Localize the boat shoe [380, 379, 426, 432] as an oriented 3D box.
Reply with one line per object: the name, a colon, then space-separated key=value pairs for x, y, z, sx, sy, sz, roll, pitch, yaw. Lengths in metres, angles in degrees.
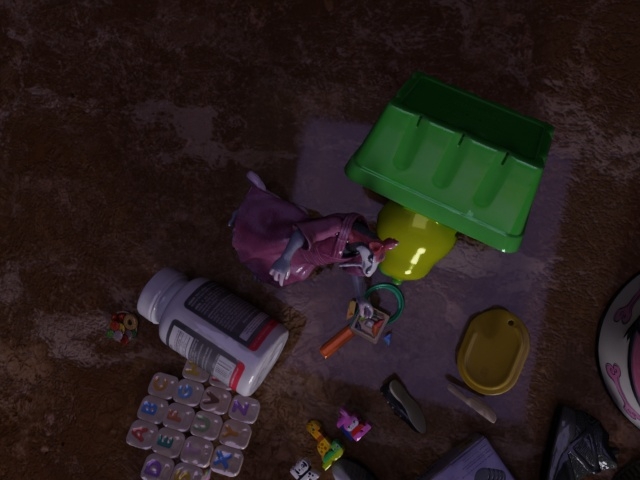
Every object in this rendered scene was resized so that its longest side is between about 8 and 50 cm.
boat shoe: x=0.184 y=0.370 z=1.051 sx=0.042 sy=0.049 sz=0.133 roll=-38 pitch=89 yaw=37

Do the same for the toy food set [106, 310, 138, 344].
toy food set: x=-0.501 y=0.220 z=1.204 sx=0.083 sy=0.020 sz=0.083 roll=13 pitch=92 yaw=11

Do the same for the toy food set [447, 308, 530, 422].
toy food set: x=0.364 y=0.253 z=1.008 sx=0.128 sy=0.071 sz=0.218 roll=24 pitch=93 yaw=35

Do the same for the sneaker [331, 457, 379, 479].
sneaker: x=0.103 y=0.621 z=1.034 sx=0.129 sy=0.111 sz=0.297 roll=-34 pitch=82 yaw=14

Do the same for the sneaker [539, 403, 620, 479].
sneaker: x=0.519 y=0.461 z=0.957 sx=0.130 sy=0.087 sz=0.228 roll=16 pitch=87 yaw=18

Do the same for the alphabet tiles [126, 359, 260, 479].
alphabet tiles: x=-0.292 y=0.416 z=1.092 sx=0.278 sy=0.021 sz=0.284 roll=13 pitch=64 yaw=12

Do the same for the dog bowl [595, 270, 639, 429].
dog bowl: x=0.757 y=0.226 z=0.879 sx=0.408 sy=0.150 sz=0.408 roll=0 pitch=90 yaw=12

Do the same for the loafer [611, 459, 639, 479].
loafer: x=0.616 y=0.558 z=0.933 sx=0.092 sy=0.102 sz=0.268 roll=27 pitch=94 yaw=2

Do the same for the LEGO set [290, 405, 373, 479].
LEGO set: x=0.014 y=0.439 z=1.066 sx=0.093 sy=0.087 sz=0.227 roll=44 pitch=104 yaw=12

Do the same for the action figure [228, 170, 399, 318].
action figure: x=0.000 y=0.000 z=0.996 sx=0.370 sy=0.248 sz=0.276 roll=-5 pitch=62 yaw=35

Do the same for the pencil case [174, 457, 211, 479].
pencil case: x=-0.330 y=0.638 z=1.113 sx=0.124 sy=0.124 sz=0.284 roll=11 pitch=92 yaw=12

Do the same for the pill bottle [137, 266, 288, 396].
pill bottle: x=-0.246 y=0.192 z=1.072 sx=0.318 sy=0.176 sz=0.176 roll=30 pitch=95 yaw=10

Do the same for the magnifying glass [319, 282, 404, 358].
magnifying glass: x=0.092 y=0.186 z=1.082 sx=0.231 sy=0.026 sz=0.092 roll=-41 pitch=82 yaw=7

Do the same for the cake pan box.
cake pan box: x=0.300 y=0.578 z=0.973 sx=0.267 sy=0.070 sz=0.246 roll=-35 pitch=81 yaw=-10

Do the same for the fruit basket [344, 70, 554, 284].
fruit basket: x=0.237 y=-0.097 z=0.974 sx=0.392 sy=0.283 sz=0.392 roll=19 pitch=135 yaw=19

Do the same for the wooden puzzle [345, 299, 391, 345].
wooden puzzle: x=0.108 y=0.184 z=1.059 sx=0.116 sy=0.014 sz=0.079 roll=20 pitch=93 yaw=10
